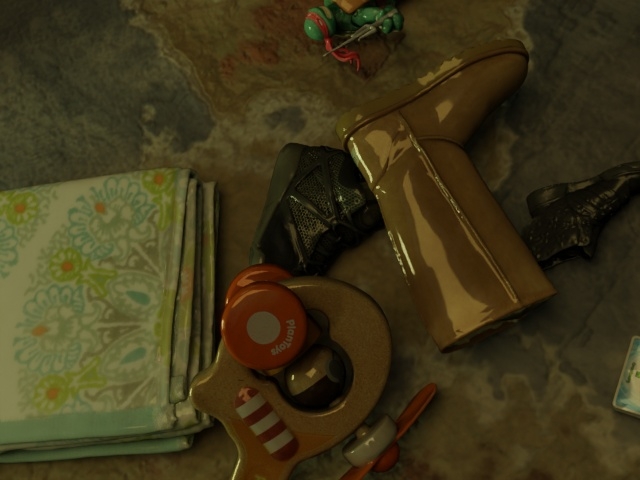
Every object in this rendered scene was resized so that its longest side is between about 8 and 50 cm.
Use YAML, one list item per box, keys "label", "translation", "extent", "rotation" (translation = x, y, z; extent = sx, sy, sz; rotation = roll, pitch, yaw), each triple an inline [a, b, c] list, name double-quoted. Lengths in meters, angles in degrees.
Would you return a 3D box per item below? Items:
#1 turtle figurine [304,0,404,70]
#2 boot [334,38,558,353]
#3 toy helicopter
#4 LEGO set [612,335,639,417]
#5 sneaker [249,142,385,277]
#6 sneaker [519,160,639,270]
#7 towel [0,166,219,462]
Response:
- label: "turtle figurine"
  translation: [0.049, -0.301, 1.294]
  extent: [0.234, 0.118, 0.175]
  rotation: [-41, 78, -18]
- label: "boot"
  translation: [0.167, -0.049, 1.150]
  extent: [0.236, 0.089, 0.270]
  rotation: [-28, 69, 0]
- label: "toy helicopter"
  translation: [-0.031, 0.210, 1.117]
  extent: [0.234, 0.140, 0.355]
  rotation: [23, 96, -6]
- label: "LEGO set"
  translation: [0.407, 0.074, 1.074]
  extent: [0.182, 0.060, 0.244]
  rotation: [17, 75, 18]
- label: "sneaker"
  translation: [0.000, 0.000, 1.209]
  extent: [0.130, 0.087, 0.228]
  rotation: [4, 66, 25]
- label: "sneaker"
  translation: [0.277, -0.019, 1.153]
  extent: [0.170, 0.051, 0.089]
  rotation: [-15, 66, 16]
- label: "towel"
  translation: [-0.294, 0.087, 1.271]
  extent: [0.374, 0.090, 0.321]
  rotation: [-7, 65, 15]
